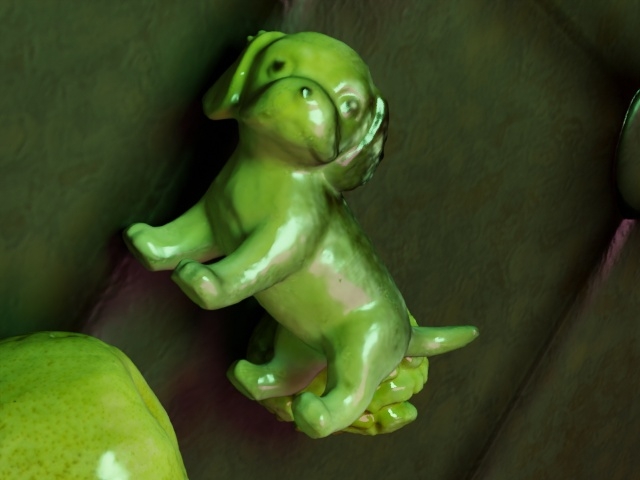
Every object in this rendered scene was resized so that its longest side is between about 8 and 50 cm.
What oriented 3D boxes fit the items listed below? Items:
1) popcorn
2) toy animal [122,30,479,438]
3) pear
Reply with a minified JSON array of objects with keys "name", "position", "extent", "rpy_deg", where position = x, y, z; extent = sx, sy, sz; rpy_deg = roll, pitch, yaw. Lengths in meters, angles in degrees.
[{"name":"popcorn","position":[0.010,0.075,1.156],"extent":[0.121,0.106,0.116],"rpy_deg":[-21,133,14]},{"name":"toy animal","position":[-0.015,-0.001,1.030],"extent":[0.169,0.121,0.233],"rpy_deg":[-30,109,-18]},{"name":"pear","position":[-0.159,0.138,0.964],"extent":[0.178,0.178,0.178],"rpy_deg":[-27,131,-36]}]
